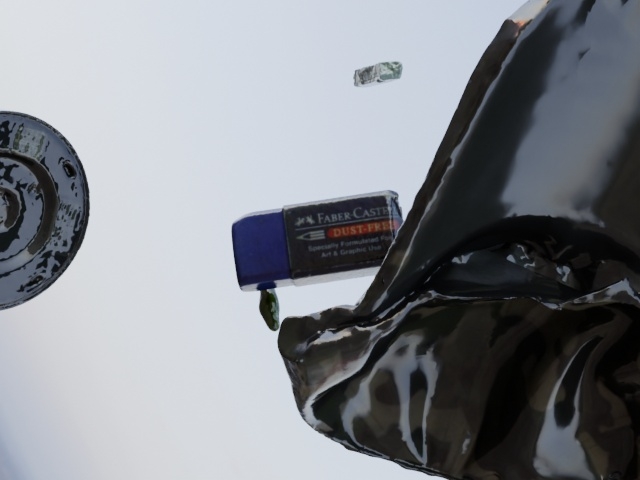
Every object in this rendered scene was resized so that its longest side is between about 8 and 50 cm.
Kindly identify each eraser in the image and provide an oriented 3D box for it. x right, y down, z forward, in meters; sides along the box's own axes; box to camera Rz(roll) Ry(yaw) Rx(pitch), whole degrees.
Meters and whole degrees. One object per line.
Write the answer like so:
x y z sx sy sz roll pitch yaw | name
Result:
0.000 0.000 1.937 0.101 0.332 0.154 81 1 -75 | eraser

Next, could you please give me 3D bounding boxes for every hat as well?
0.176 0.012 0.778 0.366 0.381 0.257 21 -9 -12 | hat

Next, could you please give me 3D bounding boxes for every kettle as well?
-0.416 -0.033 1.114 0.308 0.203 0.262 18 -60 44 | kettle

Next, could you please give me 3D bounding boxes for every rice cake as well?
0.076 -0.227 1.394 0.171 0.033 0.029 -152 -118 -77 | rice cake

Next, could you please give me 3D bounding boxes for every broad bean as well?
-0.100 0.095 2.031 0.061 0.195 0.046 -21 -42 38 | broad bean

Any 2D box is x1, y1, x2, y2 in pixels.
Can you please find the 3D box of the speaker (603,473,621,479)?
0.454 0.298 1.058 0.388 0.184 0.180 27 28 -49 | speaker
